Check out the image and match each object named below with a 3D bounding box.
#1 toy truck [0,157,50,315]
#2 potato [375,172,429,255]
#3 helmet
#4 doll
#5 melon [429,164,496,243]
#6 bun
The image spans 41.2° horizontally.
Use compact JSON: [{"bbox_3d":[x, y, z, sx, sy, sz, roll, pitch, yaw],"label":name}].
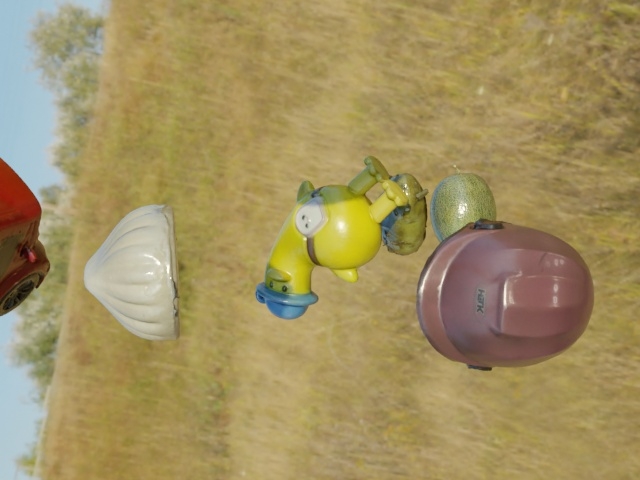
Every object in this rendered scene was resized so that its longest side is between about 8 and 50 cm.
[{"bbox_3d":[-0.266,0.003,0.539,0.114,0.107,0.252,-51,-5,23],"label":"toy truck"},{"bbox_3d":[0.152,-0.051,1.582,0.117,0.090,0.225,59,166,26],"label":"potato"},{"bbox_3d":[0.349,0.103,1.503,0.197,0.338,0.271,8,93,46],"label":"helmet"},{"bbox_3d":[0.000,0.000,1.503,0.363,0.145,0.199,-43,69,29],"label":"doll"},{"bbox_3d":[0.295,-0.062,1.764,0.139,0.139,0.192,155,109,-80],"label":"melon"},{"bbox_3d":[-0.348,0.062,1.579,0.263,0.175,0.263,178,90,-82],"label":"bun"}]
